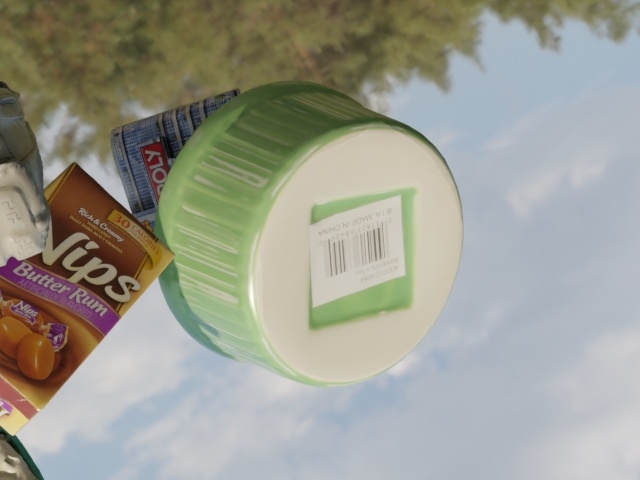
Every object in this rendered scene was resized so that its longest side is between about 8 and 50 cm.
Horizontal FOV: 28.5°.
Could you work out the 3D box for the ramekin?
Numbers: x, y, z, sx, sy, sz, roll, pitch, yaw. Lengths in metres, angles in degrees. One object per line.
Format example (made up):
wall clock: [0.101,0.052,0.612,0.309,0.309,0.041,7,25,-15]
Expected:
ramekin: [0.000,0.000,1.266,0.303,0.303,0.148,-39,-147,-21]

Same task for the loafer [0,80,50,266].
loafer: [-0.227,-0.072,0.763,0.112,0.111,0.319,-18,-159,-19]

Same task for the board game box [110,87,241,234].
board game box: [-0.150,-0.039,1.331,0.194,0.194,0.060,-17,-174,10]

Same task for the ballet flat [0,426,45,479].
ballet flat: [-0.227,0.339,0.969,0.147,0.409,0.147,-24,-179,0]

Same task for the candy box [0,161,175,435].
candy box: [-0.200,0.037,0.920,0.053,0.109,0.187,-41,-171,43]
